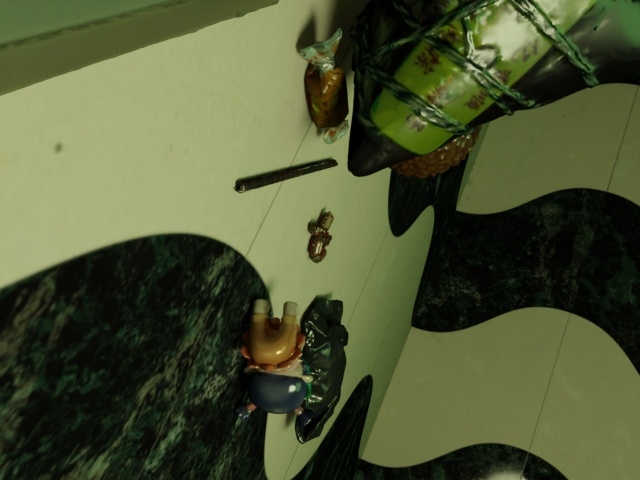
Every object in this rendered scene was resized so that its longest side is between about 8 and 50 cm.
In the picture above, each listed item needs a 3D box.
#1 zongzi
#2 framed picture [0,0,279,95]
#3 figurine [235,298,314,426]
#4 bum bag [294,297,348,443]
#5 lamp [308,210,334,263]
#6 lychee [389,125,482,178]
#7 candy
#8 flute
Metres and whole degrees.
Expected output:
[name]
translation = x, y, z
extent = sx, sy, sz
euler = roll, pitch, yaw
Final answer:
[zongzi]
translation = 0.229, -0.234, 0.580
extent = 0.383, 0.362, 0.319
euler = -46, -155, 51
[framed picture]
translation = -0.128, -0.237, 0.215
extent = 0.446, 0.028, 0.326
euler = -49, 152, -47
[figurine]
translation = -0.067, 0.177, 0.704
extent = 0.195, 0.111, 0.102
euler = 83, 14, -46
[bum bag]
translation = 0.002, 0.248, 0.975
extent = 0.137, 0.074, 0.310
euler = -24, 126, -49
[lamp]
translation = 0.000, 0.000, 0.803
extent = 0.063, 0.031, 0.083
euler = -45, 153, -50
[lychee]
translation = 0.190, -0.210, 0.881
extent = 0.200, 0.200, 0.238
euler = -54, 174, -40
[candy]
translation = 0.007, -0.182, 0.621
extent = 0.053, 0.046, 0.182
euler = -46, 158, -18
[flute]
translation = -0.033, -0.087, 0.651
extent = 0.269, 0.014, 0.014
euler = -30, 136, -62
